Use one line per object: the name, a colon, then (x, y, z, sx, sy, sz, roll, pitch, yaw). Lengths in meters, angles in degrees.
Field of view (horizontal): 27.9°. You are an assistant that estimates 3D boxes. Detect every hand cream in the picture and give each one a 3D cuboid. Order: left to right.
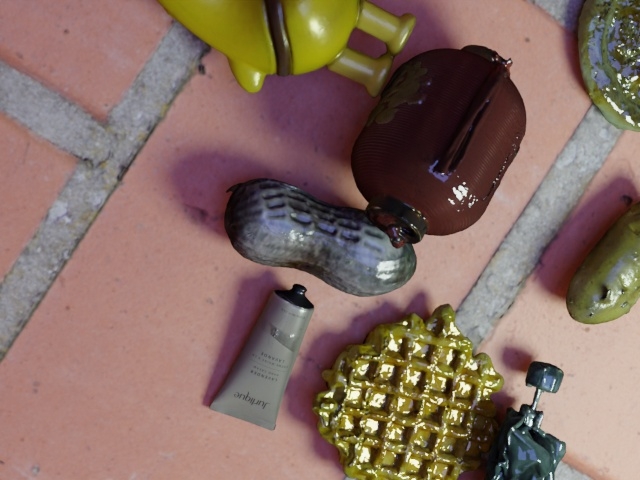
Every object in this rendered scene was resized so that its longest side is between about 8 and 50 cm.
hand cream: (-0.061, 0.137, 1.564, 0.087, 0.054, 0.186, 21, 101, -14)

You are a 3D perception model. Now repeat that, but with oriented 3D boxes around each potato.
potato: (0.381, 0.028, 1.638, 0.188, 0.085, 0.105, -55, 147, 1)

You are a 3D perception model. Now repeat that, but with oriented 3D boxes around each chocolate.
chocolate: (0.000, 0.000, 1.524, 0.248, 0.110, 0.110, 16, 96, -11)

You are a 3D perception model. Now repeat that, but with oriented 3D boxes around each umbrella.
umbrella: (0.247, 0.325, 1.640, 0.094, 0.143, 0.349, 19, 91, 18)

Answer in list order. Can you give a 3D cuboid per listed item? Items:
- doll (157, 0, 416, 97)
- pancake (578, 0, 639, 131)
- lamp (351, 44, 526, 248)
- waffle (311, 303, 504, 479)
doll: (-0.077, -0.272, 1.438, 0.363, 0.145, 0.199, 23, 99, -10)
pancake: (0.431, -0.252, 1.623, 0.254, 0.037, 0.253, -3, 99, -17)
lamp: (0.138, -0.111, 1.483, 0.180, 0.180, 0.258, 37, 69, -18)
waffle: (0.118, 0.211, 1.617, 0.243, 0.059, 0.238, -29, 106, -9)
